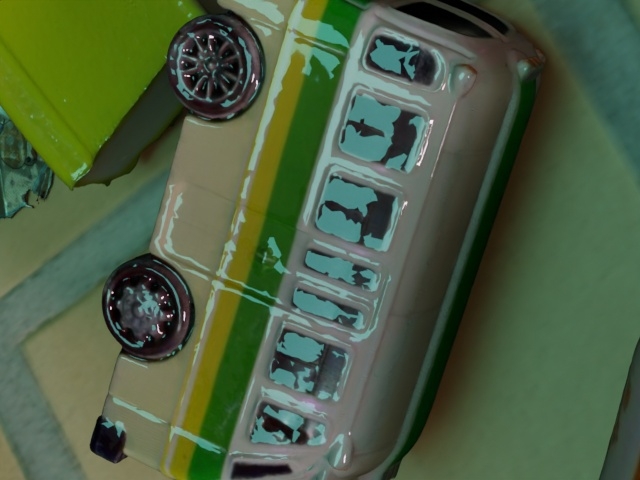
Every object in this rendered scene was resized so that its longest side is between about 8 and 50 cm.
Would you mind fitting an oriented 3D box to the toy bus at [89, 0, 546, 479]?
[{"bbox_3d":[0.000,0.000,1.059,0.179,0.143,0.305,24,108,19],"label":"toy bus"}]

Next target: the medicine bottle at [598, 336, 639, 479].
[{"bbox_3d":[0.239,0.116,0.879,0.219,0.219,0.388,24,110,28],"label":"medicine bottle"}]

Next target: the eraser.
[{"bbox_3d":[-0.158,-0.159,1.165,0.226,0.069,0.158,52,123,16],"label":"eraser"}]

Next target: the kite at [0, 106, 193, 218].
[{"bbox_3d":[-0.125,-0.158,1.194,0.406,0.014,0.368,-47,72,30],"label":"kite"}]
